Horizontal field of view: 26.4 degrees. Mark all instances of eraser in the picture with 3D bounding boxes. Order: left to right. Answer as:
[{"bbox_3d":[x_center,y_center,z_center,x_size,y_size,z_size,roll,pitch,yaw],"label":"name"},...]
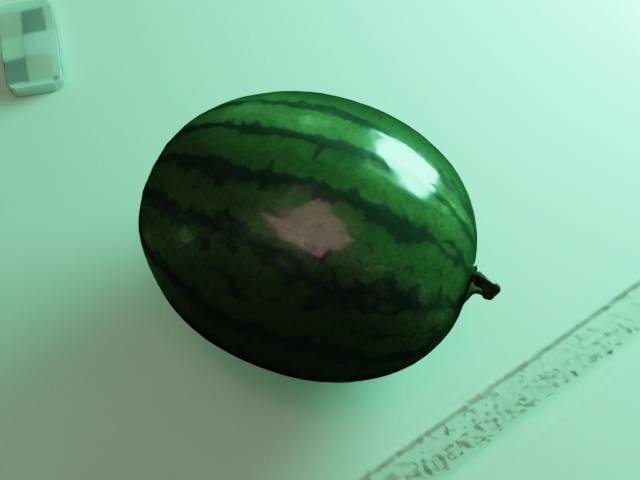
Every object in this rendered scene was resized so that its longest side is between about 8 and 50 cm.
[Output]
[{"bbox_3d":[-0.326,-0.218,1.537,0.065,0.026,0.105,-9,75,-3],"label":"eraser"}]

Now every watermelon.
[{"bbox_3d":[0.000,0.000,1.338,0.359,0.279,0.279,17,77,5],"label":"watermelon"}]
